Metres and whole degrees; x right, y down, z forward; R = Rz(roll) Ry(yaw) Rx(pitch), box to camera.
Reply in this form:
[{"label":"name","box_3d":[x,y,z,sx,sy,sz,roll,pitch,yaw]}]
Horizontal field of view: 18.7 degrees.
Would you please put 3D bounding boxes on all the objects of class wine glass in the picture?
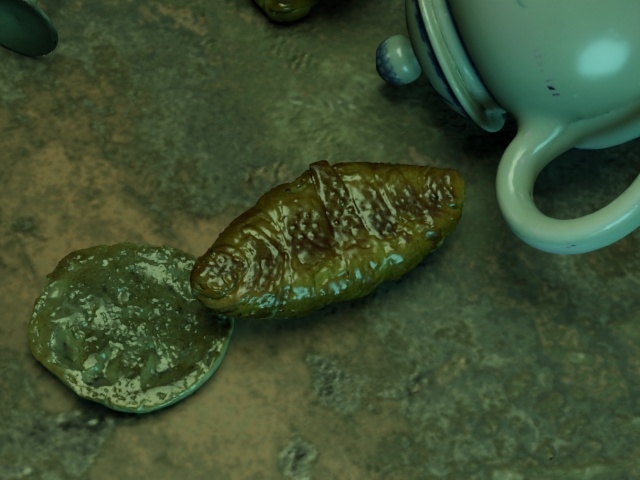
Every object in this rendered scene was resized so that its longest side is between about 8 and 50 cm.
[{"label":"wine glass","box_3d":[-0.201,-0.243,1.576,0.079,0.079,0.195,22,59,9]}]

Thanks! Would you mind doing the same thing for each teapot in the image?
[{"label":"teapot","box_3d":[0.167,-0.182,1.487,0.280,0.252,0.424,-21,61,21]}]

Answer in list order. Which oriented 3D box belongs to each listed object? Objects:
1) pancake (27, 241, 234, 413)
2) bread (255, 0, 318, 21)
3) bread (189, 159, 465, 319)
[{"label":"pancake","box_3d":[-0.138,0.059,1.420,0.152,0.025,0.151,2,58,-3]},{"label":"bread","box_3d":[-0.039,-0.217,1.599,0.049,0.033,0.088,-22,61,-24]},{"label":"bread","box_3d":[0.000,0.000,1.439,0.233,0.076,0.105,-21,74,-25]}]
